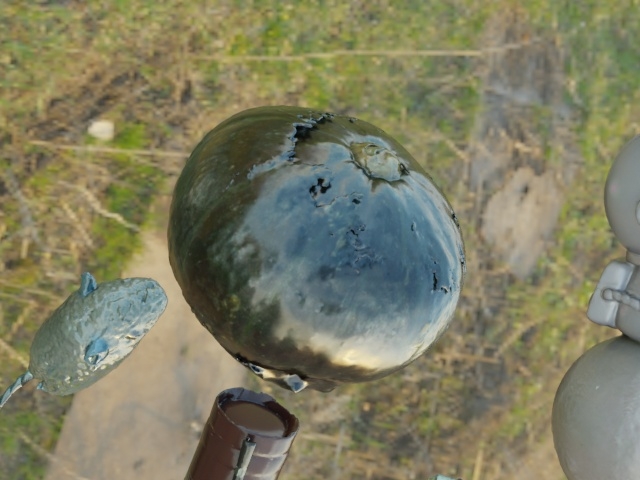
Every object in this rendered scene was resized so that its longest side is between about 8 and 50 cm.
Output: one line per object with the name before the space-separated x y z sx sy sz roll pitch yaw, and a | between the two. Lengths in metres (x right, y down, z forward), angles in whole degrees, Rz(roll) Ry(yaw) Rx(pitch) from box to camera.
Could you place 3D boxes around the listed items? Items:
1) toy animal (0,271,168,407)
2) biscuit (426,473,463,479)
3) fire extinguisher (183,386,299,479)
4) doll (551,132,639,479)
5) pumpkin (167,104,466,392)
toy animal | -0.224 0.107 0.988 0.253 0.070 0.079 -38 156 12
biscuit | 0.156 0.336 1.211 0.121 0.040 0.199 24 45 -27
fire extinguisher | -0.047 0.126 0.519 0.056 0.039 0.132 -100 -150 -67
doll | 0.247 0.054 0.888 0.151 0.151 0.287 -9 106 -56
pumpkin | 0.000 0.000 1.776 0.454 0.344 0.454 28 37 -24
